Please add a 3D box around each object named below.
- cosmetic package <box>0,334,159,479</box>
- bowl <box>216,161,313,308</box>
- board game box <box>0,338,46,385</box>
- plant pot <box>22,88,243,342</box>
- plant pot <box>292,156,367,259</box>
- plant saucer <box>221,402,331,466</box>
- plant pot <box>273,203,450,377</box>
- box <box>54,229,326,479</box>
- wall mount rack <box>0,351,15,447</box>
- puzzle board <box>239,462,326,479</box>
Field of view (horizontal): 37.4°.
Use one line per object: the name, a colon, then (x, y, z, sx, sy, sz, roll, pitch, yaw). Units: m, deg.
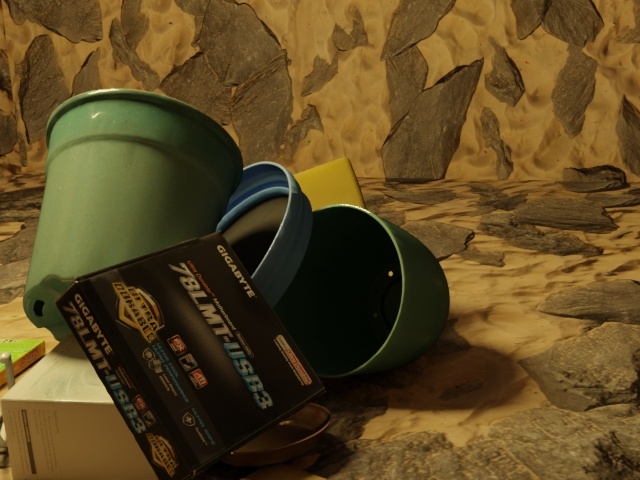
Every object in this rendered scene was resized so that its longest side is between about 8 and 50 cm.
cosmetic package: (-0.307, 0.242, 1.387, 0.225, 0.138, 0.224, 1, 18, 10)
bowl: (-0.166, 0.039, 1.656, 0.077, 0.391, 0.391, 39, -9, -29)
board game box: (-0.619, 0.236, 1.729, 0.124, 0.039, 0.259, -1, 11, 11)
plant pot: (-0.318, -0.011, 1.539, 0.341, 0.341, 0.334, 0, 55, 10)
plant pot: (0.000, 0.000, 1.858, 0.212, 0.212, 0.187, -20, 54, -13)
plant saucer: (-0.080, 0.285, 1.377, 0.199, 0.036, 0.198, -7, 10, 1)
plant pot: (0.089, 0.099, 1.659, 0.293, 0.293, 0.235, 8, -3, 39)
box: (-0.170, 0.150, 1.304, 0.073, 0.295, 0.293, -40, -12, 37)
wall mount rack: (-0.577, 0.263, 1.392, 0.350, 0.130, 0.304, -6, 13, -11)
puzzle board: (-0.068, 0.334, 1.257, 0.096, 0.011, 0.128, 9, 18, 38)
